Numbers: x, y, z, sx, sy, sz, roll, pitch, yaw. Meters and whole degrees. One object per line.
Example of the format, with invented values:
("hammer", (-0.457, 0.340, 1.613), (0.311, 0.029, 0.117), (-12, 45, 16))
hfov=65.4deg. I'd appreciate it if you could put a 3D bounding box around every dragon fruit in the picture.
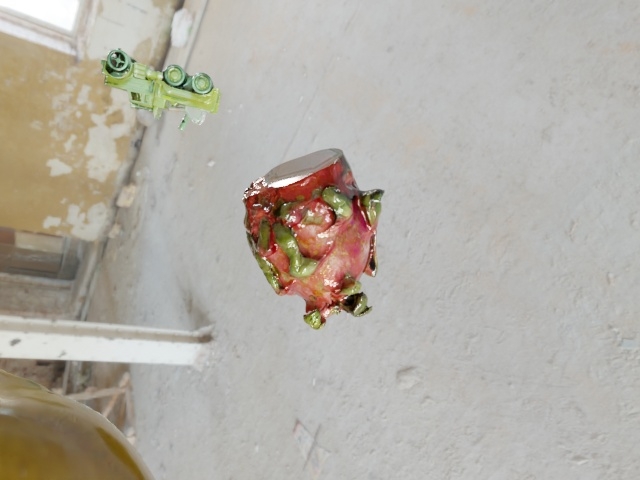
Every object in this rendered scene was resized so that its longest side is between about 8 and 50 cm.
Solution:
("dragon fruit", (0.000, 0.000, 0.558), (0.166, 0.172, 0.160), (-3, 32, 33))

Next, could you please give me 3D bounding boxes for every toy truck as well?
("toy truck", (-0.368, -0.340, 1.149), (0.128, 0.259, 0.135), (-123, 51, -78))

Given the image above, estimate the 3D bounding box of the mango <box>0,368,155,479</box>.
("mango", (-0.308, 0.185, 0.269), (0.232, 0.444, 0.300), (99, 174, -60))
